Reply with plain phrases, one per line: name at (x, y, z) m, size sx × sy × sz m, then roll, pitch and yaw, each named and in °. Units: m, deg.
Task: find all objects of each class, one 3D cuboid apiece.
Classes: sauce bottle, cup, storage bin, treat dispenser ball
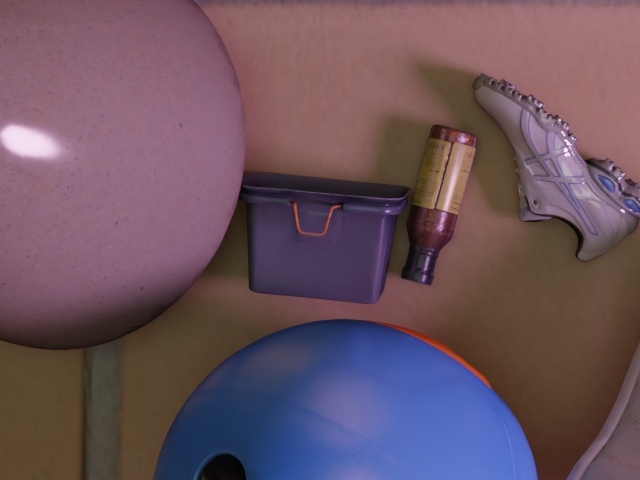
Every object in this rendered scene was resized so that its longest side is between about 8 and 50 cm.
sauce bottle at (0.092, -0.028, 1.330) m, size 0.042 × 0.042 × 0.128 m, roll 17°, pitch 92°, yaw 7°
cup at (-0.255, -0.085, 1.244) m, size 0.331 × 0.237 × 0.331 m, roll -2°, pitch 84°, yaw 22°
storage bin at (0.000, 0.000, 1.321) m, size 0.135 × 0.098 × 0.091 m, roll 5°, pitch 100°, yaw 8°
treat dispenser ball at (0.019, 0.201, 1.213) m, size 0.288 × 0.288 × 0.288 m, roll 0°, pitch 89°, yaw 8°

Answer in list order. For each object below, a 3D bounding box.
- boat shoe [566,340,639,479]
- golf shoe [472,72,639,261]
boat shoe at (0.280, 0.136, 1.205) m, size 0.116 × 0.097 × 0.324 m, roll 25°, pitch 76°, yaw 38°
golf shoe at (0.176, -0.057, 1.309) m, size 0.176 × 0.069 × 0.086 m, roll 43°, pitch 100°, yaw 7°
